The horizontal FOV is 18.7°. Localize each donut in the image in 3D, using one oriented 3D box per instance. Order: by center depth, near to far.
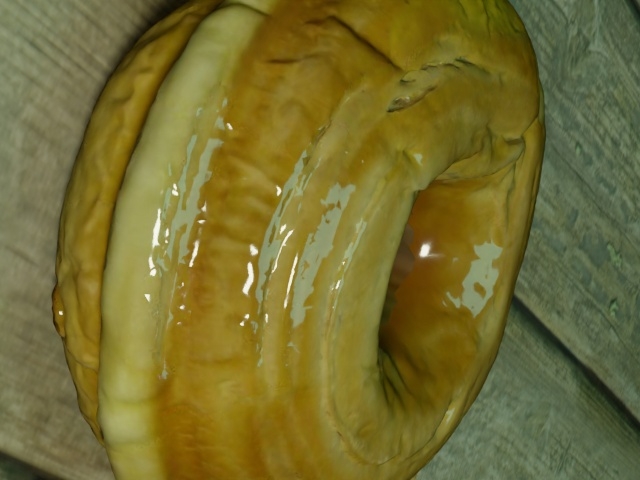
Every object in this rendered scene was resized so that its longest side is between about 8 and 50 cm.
[{"bbox_3d":[0.000,0.000,1.275,0.449,0.198,0.449,-41,140,-47],"label":"donut"}]
